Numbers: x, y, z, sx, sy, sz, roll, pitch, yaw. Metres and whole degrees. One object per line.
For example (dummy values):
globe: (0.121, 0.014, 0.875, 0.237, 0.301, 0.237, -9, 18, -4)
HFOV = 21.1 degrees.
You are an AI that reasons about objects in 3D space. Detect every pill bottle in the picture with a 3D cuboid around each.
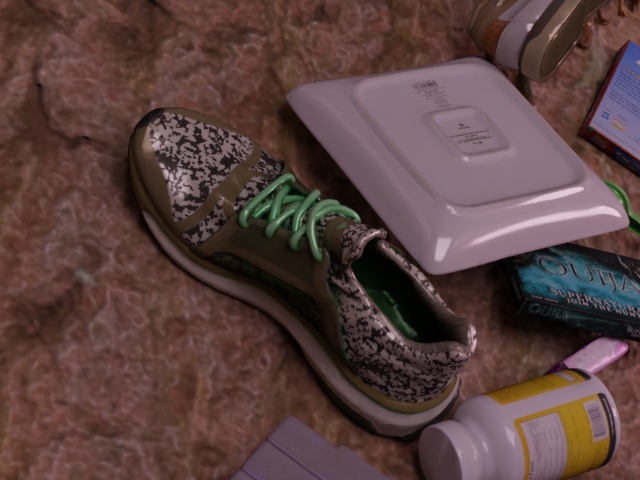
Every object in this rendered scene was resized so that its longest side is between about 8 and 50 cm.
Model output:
pill bottle: (0.191, 0.191, 1.660, 0.184, 0.103, 0.103, -13, 71, -28)

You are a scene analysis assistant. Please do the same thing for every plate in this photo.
plate: (0.145, -0.095, 1.750, 0.277, 0.045, 0.278, -13, 51, -34)

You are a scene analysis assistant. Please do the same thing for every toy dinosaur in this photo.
toy dinosaur: (0.330, -0.322, 1.999, 0.112, 0.064, 0.211, 13, 61, -16)

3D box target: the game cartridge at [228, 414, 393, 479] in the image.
game cartridge: (0.044, 0.330, 1.483, 0.355, 0.068, 0.230, 35, 58, 18)

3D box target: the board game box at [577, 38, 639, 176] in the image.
board game box: (0.436, -0.098, 1.957, 0.281, 0.027, 0.145, 34, 58, -5)

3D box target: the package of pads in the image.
package of pads: (0.271, 0.125, 1.760, 0.083, 0.050, 0.032, -29, 79, -33)

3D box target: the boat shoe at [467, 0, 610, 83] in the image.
boat shoe: (0.275, -0.304, 1.902, 0.103, 0.113, 0.302, 29, 57, 21)

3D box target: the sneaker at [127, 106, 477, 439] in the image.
sneaker: (0.000, 0.000, 1.622, 0.410, 0.182, 0.158, 41, 57, 0)

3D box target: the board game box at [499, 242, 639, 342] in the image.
board game box: (0.277, 0.049, 1.783, 0.186, 0.026, 0.126, 13, 33, -18)

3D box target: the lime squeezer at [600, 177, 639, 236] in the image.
lime squeezer: (0.282, -0.033, 1.826, 0.310, 0.059, 0.110, 15, 33, -19)
